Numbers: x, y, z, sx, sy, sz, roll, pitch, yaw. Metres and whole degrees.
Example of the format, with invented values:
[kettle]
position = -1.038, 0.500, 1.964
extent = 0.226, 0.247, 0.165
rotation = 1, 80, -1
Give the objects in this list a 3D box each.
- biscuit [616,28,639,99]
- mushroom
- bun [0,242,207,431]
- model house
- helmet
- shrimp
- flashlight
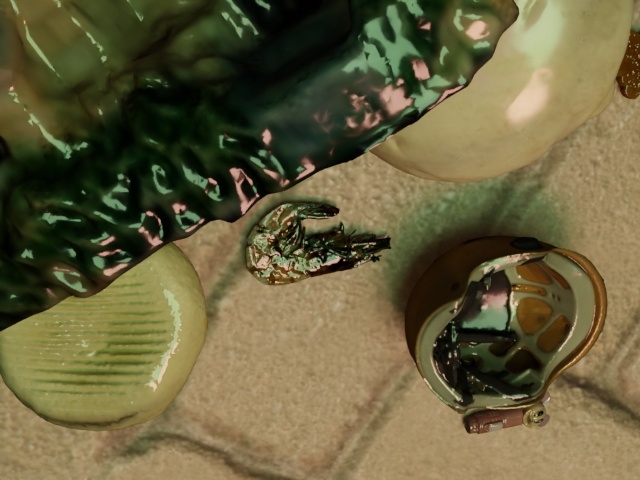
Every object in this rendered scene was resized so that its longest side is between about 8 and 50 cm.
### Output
[biscuit]
position = 0.353, -0.199, 1.326
extent = 0.092, 0.016, 0.082
rotation = -20, 113, -10
[mushroom]
position = 0.134, -0.182, 1.104
extent = 0.315, 0.315, 0.356
rotation = -35, 119, -1
[bun]
position = -0.211, 0.080, 1.205
extent = 0.222, 0.127, 0.222
rotation = 2, 102, 10
[model house]
position = -0.147, -0.242, 0.830
extent = 0.445, 0.395, 0.400
rotation = -24, 115, 26
[helmet]
position = 0.185, 0.076, 1.329
extent = 0.224, 0.130, 0.198
rotation = -16, 122, -23
[shrimp]
position = 0.000, 0.000, 1.285
extent = 0.161, 0.034, 0.091
rotation = -8, 115, -15
[flashlight]
position = 0.226, 0.212, 1.459
extent = 0.110, 0.031, 0.052
rotation = -10, 117, -14
